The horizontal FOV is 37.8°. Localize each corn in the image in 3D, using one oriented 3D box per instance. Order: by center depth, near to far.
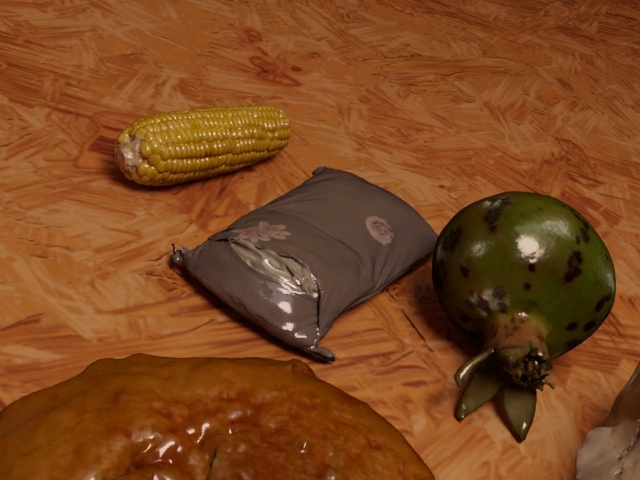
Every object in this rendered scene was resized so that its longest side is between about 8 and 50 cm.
[{"bbox_3d":[-0.108,-0.094,0.890,0.067,0.067,0.206,40,35,25],"label":"corn"}]

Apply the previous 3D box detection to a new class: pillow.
[{"bbox_3d":[0.000,0.000,0.827,0.169,0.059,0.255,31,35,18],"label":"pillow"}]

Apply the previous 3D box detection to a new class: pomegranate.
[{"bbox_3d":[0.157,0.055,0.784,0.156,0.156,0.220,27,65,8],"label":"pomegranate"}]

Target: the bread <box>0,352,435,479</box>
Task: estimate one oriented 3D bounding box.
[{"bbox_3d":[-0.069,0.166,0.480,0.268,0.146,0.268,13,31,-8],"label":"bread"}]

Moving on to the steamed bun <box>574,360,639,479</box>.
[{"bbox_3d":[0.350,0.174,0.613,0.394,0.237,0.347,-7,43,-37],"label":"steamed bun"}]
